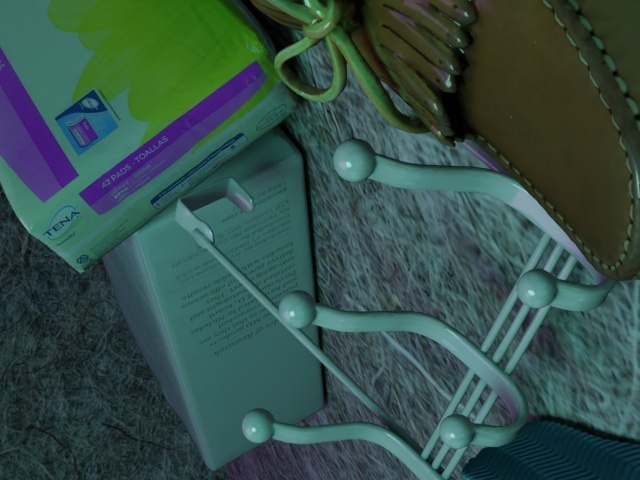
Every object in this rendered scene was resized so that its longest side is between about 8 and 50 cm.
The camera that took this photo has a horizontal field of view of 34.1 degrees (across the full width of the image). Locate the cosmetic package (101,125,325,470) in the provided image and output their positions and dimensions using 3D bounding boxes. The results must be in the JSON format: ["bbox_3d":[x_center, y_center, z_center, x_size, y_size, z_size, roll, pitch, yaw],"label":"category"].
[{"bbox_3d":[-0.124,0.021,1.070,0.230,0.161,0.453,53,161,31],"label":"cosmetic package"}]

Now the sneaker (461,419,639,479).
[{"bbox_3d":[0.160,0.169,0.574,0.092,0.087,0.229,59,172,-10],"label":"sneaker"}]

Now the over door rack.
[{"bbox_3d":[0.000,0.000,0.625,0.324,0.108,0.239,53,140,32],"label":"over door rack"}]

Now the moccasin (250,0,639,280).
[{"bbox_3d":[0.015,-0.132,0.420,0.380,0.147,0.139,56,163,23],"label":"moccasin"}]

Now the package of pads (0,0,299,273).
[{"bbox_3d":[-0.177,-0.155,0.838,0.296,0.229,0.101,52,180,32],"label":"package of pads"}]
